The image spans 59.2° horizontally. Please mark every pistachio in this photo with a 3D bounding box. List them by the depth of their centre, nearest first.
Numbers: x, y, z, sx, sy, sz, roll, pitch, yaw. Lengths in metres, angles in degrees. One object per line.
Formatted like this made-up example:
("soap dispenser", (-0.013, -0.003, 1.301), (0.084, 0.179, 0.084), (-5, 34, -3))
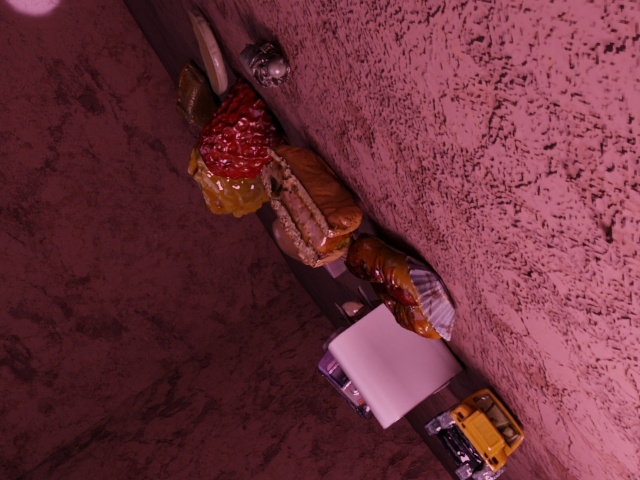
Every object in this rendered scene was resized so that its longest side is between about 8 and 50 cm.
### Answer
("pistachio", (-0.065, -0.016, 1.625), (0.136, 0.135, 0.226), (49, 176, 42))

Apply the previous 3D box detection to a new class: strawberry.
("strawberry", (-0.191, -0.233, 1.260), (0.234, 0.177, 0.234), (57, 168, 19))

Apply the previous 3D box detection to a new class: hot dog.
("hot dog", (0.126, 0.075, 0.924), (0.163, 0.081, 0.270), (57, 172, -21))

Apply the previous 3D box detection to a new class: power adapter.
("power adapter", (0.124, 0.204, 1.089), (0.255, 0.187, 0.124), (54, 172, 17))

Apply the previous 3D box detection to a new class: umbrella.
("umbrella", (-0.083, -0.268, 0.856), (0.143, 0.062, 0.067), (-135, 43, -60))

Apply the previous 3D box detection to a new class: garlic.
("garlic", (0.119, 0.193, 1.302), (0.198, 0.128, 0.091), (63, -175, -63))

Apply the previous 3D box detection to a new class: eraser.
("eraser", (0.000, 0.000, 1.515), (0.095, 0.052, 0.225), (46, 167, 41))

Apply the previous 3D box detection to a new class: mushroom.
("mushroom", (0.105, 0.213, 1.721), (0.084, 0.083, 0.068), (66, -150, -55))

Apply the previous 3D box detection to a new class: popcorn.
("popcorn", (-0.225, -0.191, 1.492), (0.225, 0.249, 0.249), (-106, -10, -51))

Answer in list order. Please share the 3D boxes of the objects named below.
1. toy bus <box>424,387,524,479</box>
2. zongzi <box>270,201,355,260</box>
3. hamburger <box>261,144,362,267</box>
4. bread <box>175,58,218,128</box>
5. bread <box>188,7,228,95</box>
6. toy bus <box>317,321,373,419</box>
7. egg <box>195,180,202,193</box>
("toy bus", (0.270, 0.340, 0.995), (0.121, 0.123, 0.336), (54, 173, 21))
("zongzi", (0.014, -0.004, 1.236), (0.241, 0.111, 0.248), (47, 176, 15))
("hamburger", (-0.016, -0.069, 1.011), (0.262, 0.130, 0.124), (57, 140, 34))
("bread", (-0.406, -0.445, 1.848), (0.174, 0.133, 0.252), (49, 170, 34))
("bread", (-0.229, -0.396, 1.216), (0.112, 0.036, 0.193), (51, 160, 49))
("toy bus", (0.122, 0.399, 1.777), (0.249, 0.209, 0.440), (44, 170, 11))
("egg", (-0.321, -0.229, 1.927), (0.219, 0.219, 0.269), (55, 173, 2))
